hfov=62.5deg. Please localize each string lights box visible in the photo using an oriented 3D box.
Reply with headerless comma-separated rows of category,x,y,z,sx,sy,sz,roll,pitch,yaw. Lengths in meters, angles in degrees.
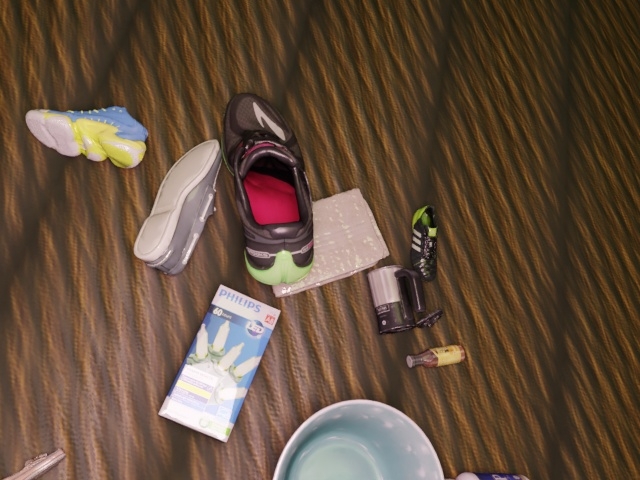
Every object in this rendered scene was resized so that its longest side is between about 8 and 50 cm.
string lights box,-0.189,0.233,1.010,0.133,0.077,0.260,24,65,-5

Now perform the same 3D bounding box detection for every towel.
towel,0.000,0.000,1.168,0.282,0.049,0.187,-17,74,-20

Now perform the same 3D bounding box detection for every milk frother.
milk frother,0.187,0.128,1.158,0.143,0.129,0.135,18,57,-57

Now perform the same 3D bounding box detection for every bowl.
bowl,0.051,0.453,0.951,0.311,0.163,0.312,5,69,-13

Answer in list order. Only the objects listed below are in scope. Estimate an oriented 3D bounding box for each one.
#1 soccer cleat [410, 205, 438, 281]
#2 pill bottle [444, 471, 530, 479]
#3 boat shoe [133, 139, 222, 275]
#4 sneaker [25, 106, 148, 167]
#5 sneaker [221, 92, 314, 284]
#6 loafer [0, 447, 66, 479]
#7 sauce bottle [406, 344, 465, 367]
soccer cleat,0.244,0.005,1.221,0.060,0.072,0.179,5,69,-14
pill bottle,0.319,0.515,1.034,0.186,0.112,0.112,7,68,-14
boat shoe,-0.277,-0.073,1.106,0.099,0.116,0.320,51,47,-42
sneaker,-0.476,-0.234,1.108,0.239,0.091,0.126,21,48,-7
sneaker,-0.098,-0.147,1.077,0.185,0.202,0.483,-9,56,-15
loafer,-0.494,0.388,0.885,0.125,0.045,0.039,-35,76,-21
sauce bottle,0.250,0.254,1.148,0.128,0.042,0.042,-5,72,-20
